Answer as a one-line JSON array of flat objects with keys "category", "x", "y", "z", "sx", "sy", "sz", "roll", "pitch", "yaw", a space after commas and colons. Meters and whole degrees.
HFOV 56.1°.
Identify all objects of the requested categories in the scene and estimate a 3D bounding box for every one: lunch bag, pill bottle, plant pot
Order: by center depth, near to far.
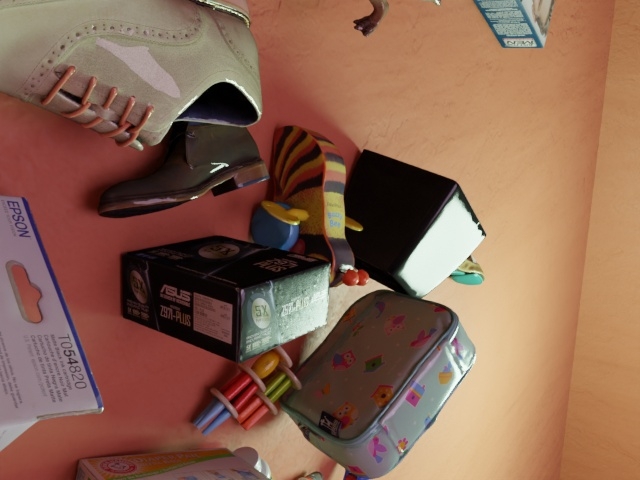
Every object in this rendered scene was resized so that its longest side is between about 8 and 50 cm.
[{"category": "pill bottle", "x": -0.099, "y": 0.354, "z": 0.863, "sx": 0.065, "sy": 0.065, "sz": 0.116, "roll": -42, "pitch": 132, "yaw": -40}, {"category": "lunch bag", "x": 0.076, "y": 0.204, "z": 0.911, "sx": 0.279, "sy": 0.224, "sz": 0.108, "roll": -44, "pitch": 123, "yaw": -22}, {"category": "plant pot", "x": 0.131, "y": -0.013, "z": 0.991, "sx": 0.167, "sy": 0.188, "sz": 0.187, "roll": -56, "pitch": 142, "yaw": -8}]

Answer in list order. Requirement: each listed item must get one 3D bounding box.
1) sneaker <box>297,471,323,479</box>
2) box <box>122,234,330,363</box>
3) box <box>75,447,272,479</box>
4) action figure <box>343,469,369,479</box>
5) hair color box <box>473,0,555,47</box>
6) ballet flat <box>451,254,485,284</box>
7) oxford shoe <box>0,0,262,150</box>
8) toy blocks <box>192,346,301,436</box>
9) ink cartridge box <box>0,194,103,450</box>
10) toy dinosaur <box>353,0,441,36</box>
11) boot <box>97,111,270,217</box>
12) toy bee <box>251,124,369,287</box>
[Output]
[{"category": "sneaker", "x": -0.011, "y": 0.472, "z": 1.031, "sx": 0.065, "sy": 0.061, "sz": 0.158, "roll": -13, "pitch": 112, "yaw": -59}, {"category": "box", "x": -0.104, "y": 0.054, "z": 0.663, "sx": 0.147, "sy": 0.180, "sz": 0.078, "roll": -13, "pitch": 111, "yaw": -52}, {"category": "box", "x": -0.172, "y": 0.313, "z": 0.682, "sx": 0.203, "sy": 0.103, "sz": 0.114, "roll": 13, "pitch": 89, "yaw": -43}, {"category": "action figure", "x": 0.089, "y": 0.445, "z": 1.130, "sx": 0.139, "sy": 0.091, "sz": 0.280, "roll": 29, "pitch": 76, "yaw": -45}, {"category": "hair color box", "x": 0.396, "y": -0.558, "z": 1.248, "sx": 0.347, "sy": 0.105, "sz": 0.174, "roll": 20, "pitch": 84, "yaw": -56}, {"category": "ballet flat", "x": 0.315, "y": 0.051, "z": 1.350, "sx": 0.232, "sy": 0.080, "sz": 0.073, "roll": 21, "pitch": 68, "yaw": -56}, {"category": "oxford shoe", "x": -0.181, "y": -0.150, "z": 0.491, "sx": 0.397, "sy": 0.140, "sz": 0.147, "roll": -20, "pitch": 90, "yaw": -50}, {"category": "toy blocks", "x": -0.101, "y": 0.220, "z": 0.828, "sx": 0.148, "sy": 0.054, "sz": 0.123, "roll": -41, "pitch": 143, "yaw": -22}, {"category": "ink cartridge box", "x": -0.282, "y": 0.042, "z": 0.395, "sx": 0.045, "sy": 0.223, "sz": 0.224, "roll": -46, "pitch": 149, "yaw": 21}, {"category": "toy dinosaur", "x": 0.043, "y": -0.381, "z": 0.707, "sx": 0.200, "sy": 0.295, "sz": 0.127, "roll": -55, "pitch": -168, "yaw": 39}, {"category": "boot", "x": -0.156, "y": -0.093, "z": 0.659, "sx": 0.219, "sy": 0.082, "sz": 0.106, "roll": -22, "pitch": 98, "yaw": -48}, {"category": "toy bee", "x": 0.000, "y": 0.000, "z": 0.813, "sx": 0.195, "sy": 0.162, "sz": 0.298, "roll": -30, "pitch": 123, "yaw": -49}]
